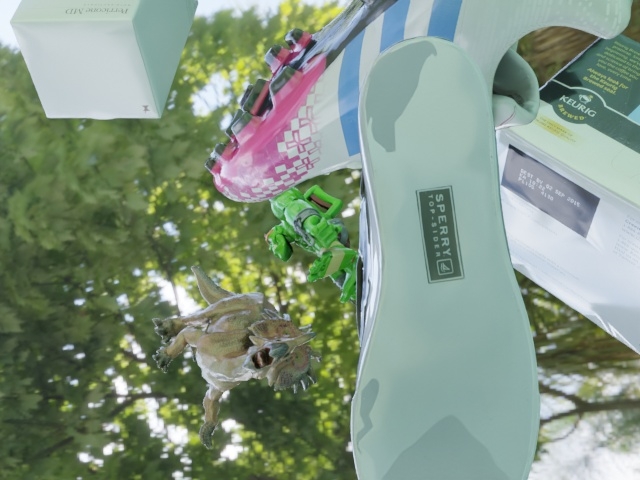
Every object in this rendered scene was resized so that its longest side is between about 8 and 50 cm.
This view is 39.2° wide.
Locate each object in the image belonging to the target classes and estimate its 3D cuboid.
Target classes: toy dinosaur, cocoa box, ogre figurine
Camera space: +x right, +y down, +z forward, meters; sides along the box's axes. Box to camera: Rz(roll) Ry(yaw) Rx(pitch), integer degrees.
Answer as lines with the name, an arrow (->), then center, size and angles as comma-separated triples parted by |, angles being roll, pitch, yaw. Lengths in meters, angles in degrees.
toy dinosaur -> -0.093, 0.120, 1.129 | 0.127, 0.200, 0.296 | 55, -170, -30
cocoa box -> 0.396, -0.037, 1.043 | 0.228, 0.347, 0.231 | -41, -28, -25
ogre figurine -> 0.000, 0.000, 1.040 | 0.118, 0.097, 0.197 | 47, -163, 31

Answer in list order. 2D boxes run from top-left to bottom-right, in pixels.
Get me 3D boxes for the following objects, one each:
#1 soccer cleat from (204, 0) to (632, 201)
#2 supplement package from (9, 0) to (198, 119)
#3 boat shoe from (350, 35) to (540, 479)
soccer cleat -> 0.043, -0.087, 0.555 | 0.143, 0.331, 0.116 | 33, -125, -15
supplement package -> -0.304, -0.338, 1.324 | 0.175, 0.177, 0.293 | 83, -170, -48
boat shoe -> 0.049, 0.026, 0.411 | 0.076, 0.080, 0.228 | 54, -151, -81
